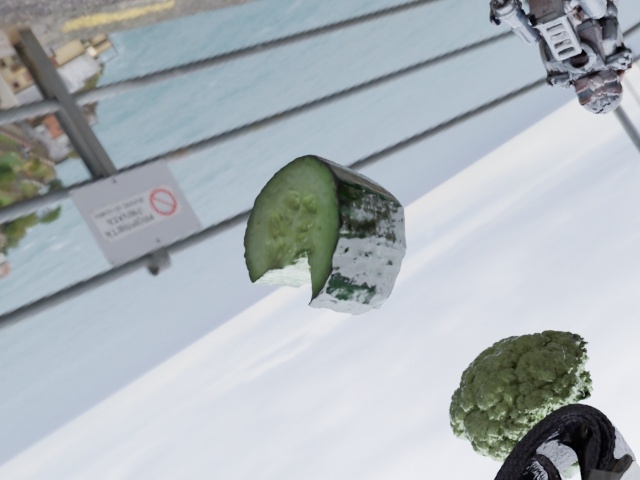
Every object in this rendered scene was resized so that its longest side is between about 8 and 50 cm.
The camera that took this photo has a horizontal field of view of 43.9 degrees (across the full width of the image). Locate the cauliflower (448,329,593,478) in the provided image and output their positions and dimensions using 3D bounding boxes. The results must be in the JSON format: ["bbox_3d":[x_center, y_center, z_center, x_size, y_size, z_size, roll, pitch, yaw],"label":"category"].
[{"bbox_3d":[0.358,0.277,1.299,0.275,0.250,0.272,-39,-178,-21],"label":"cauliflower"}]

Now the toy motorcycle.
[{"bbox_3d":[0.321,-0.294,1.043,0.134,0.207,0.401,-13,156,33],"label":"toy motorcycle"}]

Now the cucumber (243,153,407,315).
[{"bbox_3d":[0.000,-0.010,0.975,0.191,0.191,0.130,-34,144,29],"label":"cucumber"}]

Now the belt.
[{"bbox_3d":[0.290,0.318,0.942,0.140,0.126,0.230,18,-114,47],"label":"belt"}]
